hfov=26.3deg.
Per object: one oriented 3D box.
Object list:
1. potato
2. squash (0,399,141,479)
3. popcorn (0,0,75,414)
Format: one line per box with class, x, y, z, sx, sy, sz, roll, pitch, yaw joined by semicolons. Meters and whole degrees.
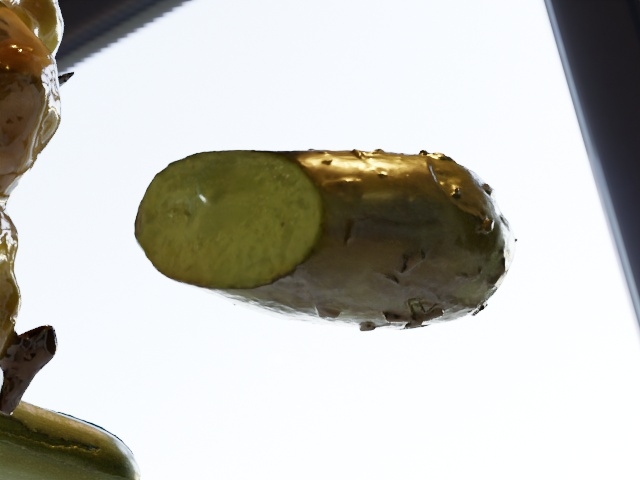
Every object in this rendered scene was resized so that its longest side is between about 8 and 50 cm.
potato;0.000;0.000;1.048;0.298;0.141;0.176;1;-18;13
squash;-0.313;0.165;1.198;0.341;0.094;0.094;21;-39;-29
popcorn;-0.269;-0.065;0.737;0.281;0.316;0.297;37;-87;-35
